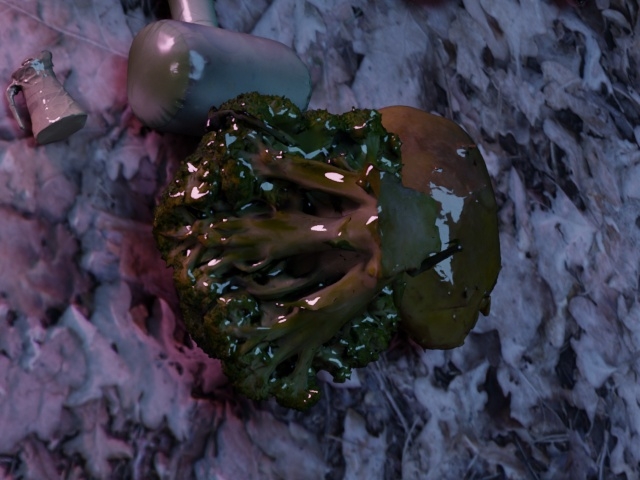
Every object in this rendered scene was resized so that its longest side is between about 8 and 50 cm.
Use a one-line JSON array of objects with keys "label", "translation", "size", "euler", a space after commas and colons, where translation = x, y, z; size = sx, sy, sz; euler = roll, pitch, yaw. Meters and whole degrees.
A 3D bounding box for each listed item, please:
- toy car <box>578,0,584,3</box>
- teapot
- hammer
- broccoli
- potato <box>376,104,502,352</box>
[{"label": "toy car", "translation": [0.371, -0.494, 2.076], "size": [0.314, 0.198, 0.166], "euler": [40, 18, -25]}, {"label": "teapot", "translation": [-0.276, -0.142, 1.406], "size": [0.067, 0.057, 0.083], "euler": [-24, 82, -17]}, {"label": "hammer", "translation": [-0.135, -0.266, 1.557], "size": [0.206, 0.119, 0.335], "euler": [4, 63, -43]}, {"label": "broccoli", "translation": [0.000, 0.000, 1.423], "size": [0.304, 0.283, 0.321], "euler": [-15, 96, -40]}, {"label": "potato", "translation": [0.127, -0.018, 1.655], "size": [0.191, 0.141, 0.296], "euler": [5, 71, -38]}]
